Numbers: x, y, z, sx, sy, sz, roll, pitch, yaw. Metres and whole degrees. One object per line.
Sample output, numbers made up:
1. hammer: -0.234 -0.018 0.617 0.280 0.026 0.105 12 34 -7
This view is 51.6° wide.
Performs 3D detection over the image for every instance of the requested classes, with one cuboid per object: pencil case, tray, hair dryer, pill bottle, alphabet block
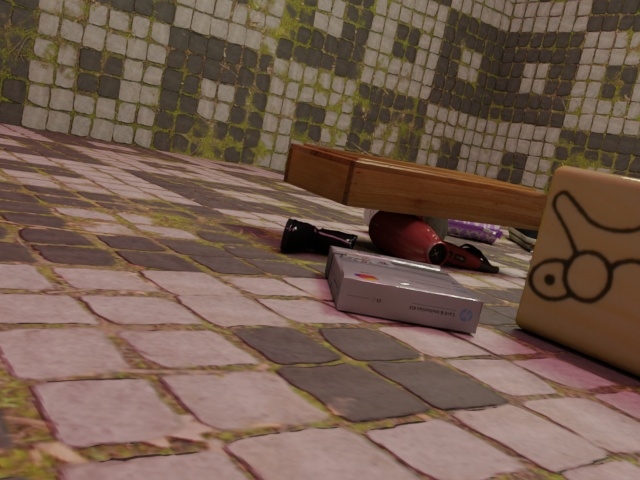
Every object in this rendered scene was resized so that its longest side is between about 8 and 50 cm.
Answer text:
1. pencil case: 0.356 -0.045 1.670 0.206 0.086 0.088 10 31 -1
2. tray: 0.167 -0.092 1.129 0.410 0.076 0.202 4 12 -32
3. hair dryer: 0.190 0.000 1.099 0.223 0.080 0.293 15 9 16
4. pill bottle: 0.167 -0.041 1.319 0.160 0.087 0.087 18 10 40
5. alphabet block: 0.360 0.037 0.702 0.193 0.193 0.197 8 10 -37

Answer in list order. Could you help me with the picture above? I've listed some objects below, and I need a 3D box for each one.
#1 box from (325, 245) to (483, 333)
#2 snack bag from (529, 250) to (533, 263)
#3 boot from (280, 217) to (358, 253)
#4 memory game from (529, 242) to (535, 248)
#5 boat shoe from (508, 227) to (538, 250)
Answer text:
1. box: 0.084 0.050 0.740 0.145 0.038 0.186 10 7 -5
2. snack bag: 0.535 0.082 1.074 0.342 0.037 0.323 15 4 6
3. boot: 0.000 0.001 0.953 0.099 0.045 0.121 16 8 7
4. memory game: 0.458 0.032 1.144 0.186 0.012 0.186 14 3 -1
5. boat shoe: 0.630 -0.036 1.741 0.186 0.156 0.500 13 9 -4
